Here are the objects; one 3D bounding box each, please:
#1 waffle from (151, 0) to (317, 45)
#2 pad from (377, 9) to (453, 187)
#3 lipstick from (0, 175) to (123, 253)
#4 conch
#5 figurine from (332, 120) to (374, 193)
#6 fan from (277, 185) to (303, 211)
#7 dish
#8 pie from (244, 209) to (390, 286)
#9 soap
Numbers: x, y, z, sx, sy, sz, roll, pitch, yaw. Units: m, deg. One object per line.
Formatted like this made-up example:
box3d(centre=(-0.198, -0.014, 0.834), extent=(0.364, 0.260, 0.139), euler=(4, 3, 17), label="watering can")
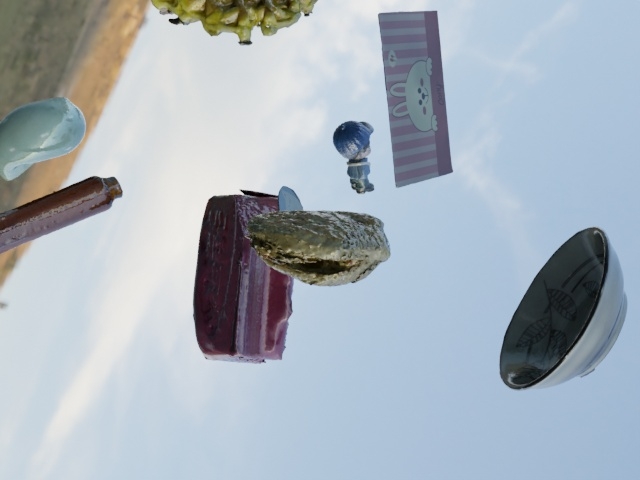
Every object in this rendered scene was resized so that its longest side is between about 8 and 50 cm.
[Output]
box3d(centre=(-0.178, -0.578, 2.531), extent=(0.380, 0.382, 0.095), euler=(-48, 149, -43), label="waffle")
box3d(centre=(0.171, -0.254, 1.969), extent=(0.005, 0.202, 0.300), euler=(0, -79, 36), label="pad")
box3d(centre=(-0.539, -0.019, 1.938), extent=(0.077, 0.418, 0.077), euler=(44, -33, 38), label="lipstick")
box3d(centre=(-0.539, -0.198, 2.119), extent=(0.221, 0.185, 0.121), euler=(-20, -92, 34), label="conch")
box3d(centre=(0.069, -0.167, 2.190), extent=(0.086, 0.087, 0.149), euler=(-125, -156, -56), label="figurine")
box3d(centre=(-0.030, -0.024, 1.841), extent=(0.005, 0.175, 0.113), euler=(-16, -118, 19), label="fan")
box3d(centre=(0.428, 0.135, 1.874), extent=(0.316, 0.106, 0.316), euler=(-59, -172, 14), label="dish")
box3d(centre=(0.000, 0.000, 1.466), extent=(0.163, 0.193, 0.079), euler=(-37, 134, -53), label="pie")
box3d(centre=(-0.136, 0.059, 2.007), extent=(0.220, 0.127, 0.325), euler=(-10, -110, 58), label="soap")
